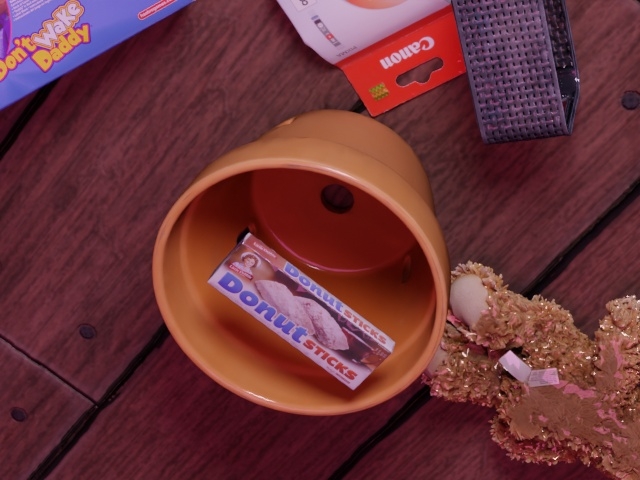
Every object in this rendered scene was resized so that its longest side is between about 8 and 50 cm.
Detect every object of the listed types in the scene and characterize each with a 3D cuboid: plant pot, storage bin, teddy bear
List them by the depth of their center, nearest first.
[{"bbox_3d":[0.183,-0.192,1.602,0.084,0.122,0.180,-6,119,18],"label":"storage bin"},{"bbox_3d":[0.000,0.000,1.721,0.290,0.203,0.291,7,123,11],"label":"plant pot"},{"bbox_3d":[0.257,0.146,1.815,0.338,0.113,0.245,15,117,14],"label":"teddy bear"}]

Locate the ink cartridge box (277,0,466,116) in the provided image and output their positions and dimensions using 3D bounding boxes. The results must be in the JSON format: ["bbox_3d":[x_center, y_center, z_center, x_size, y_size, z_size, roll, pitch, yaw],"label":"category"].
[{"bbox_3d":[0.056,-0.211,1.673,0.145,0.045,0.179,-25,109,27],"label":"ink cartridge box"}]

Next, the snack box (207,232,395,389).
[{"bbox_3d":[-0.018,0.068,1.632,0.178,0.022,0.064,37,124,-10],"label":"snack box"}]

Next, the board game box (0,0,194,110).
[{"bbox_3d":[-0.328,-0.253,1.651,0.347,0.078,0.233,-28,112,3],"label":"board game box"}]
